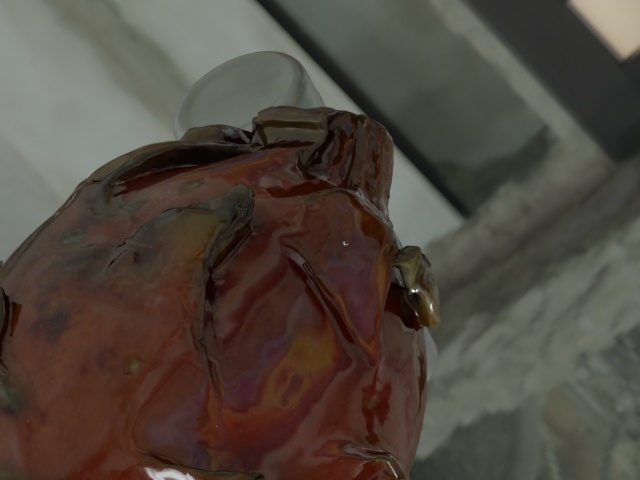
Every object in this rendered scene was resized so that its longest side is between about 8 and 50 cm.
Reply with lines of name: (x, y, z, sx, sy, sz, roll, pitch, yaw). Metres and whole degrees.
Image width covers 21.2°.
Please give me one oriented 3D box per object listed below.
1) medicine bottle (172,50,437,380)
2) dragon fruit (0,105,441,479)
medicine bottle: (0.000, 0.000, 1.103, 0.095, 0.260, 0.095, -19, -140, 17)
dragon fruit: (-0.068, 0.081, 0.799, 0.250, 0.250, 0.315, -40, -148, 48)
